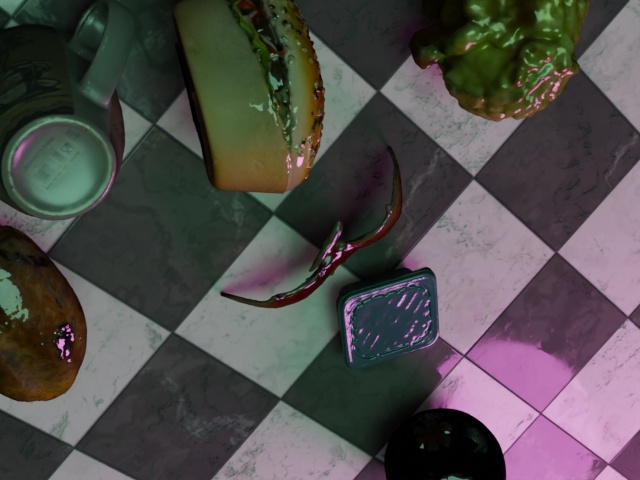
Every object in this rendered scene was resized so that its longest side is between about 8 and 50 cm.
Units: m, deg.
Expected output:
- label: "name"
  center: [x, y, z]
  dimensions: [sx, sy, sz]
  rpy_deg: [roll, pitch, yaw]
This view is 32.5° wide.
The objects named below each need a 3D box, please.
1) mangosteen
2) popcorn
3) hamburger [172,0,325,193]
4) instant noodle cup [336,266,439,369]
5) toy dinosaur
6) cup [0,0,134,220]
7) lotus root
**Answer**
- label: "mangosteen"
  center: [0.224, 0.412, 1.959]
  dimensions: [0.243, 0.243, 0.243]
  rpy_deg: [-10, 119, -19]
- label: "popcorn"
  center: [0.269, -0.310, 1.609]
  dimensions: [0.270, 0.224, 0.258]
  rpy_deg: [-33, 99, 14]
- label: "hamburger"
  center: [-0.090, -0.205, 1.462]
  dimensions: [0.176, 0.300, 0.300]
  rpy_deg: [-14, 120, -9]
- label: "instant noodle cup"
  center: [0.106, 0.121, 1.843]
  dimensions: [0.179, 0.070, 0.157]
  rpy_deg: [-17, 122, -16]
- label: "toy dinosaur"
  center: [-0.003, 0.005, 1.717]
  dimensions: [0.327, 0.113, 0.206]
  rpy_deg: [-46, 164, 27]
- label: "cup"
  center: [-0.325, -0.166, 1.401]
  dimensions: [0.227, 0.257, 0.301]
  rpy_deg: [32, 98, -35]
- label: "lotus root"
  center: [-0.427, 0.105, 1.539]
  dimensions: [0.193, 0.193, 0.291]
  rpy_deg: [-25, 123, -10]
